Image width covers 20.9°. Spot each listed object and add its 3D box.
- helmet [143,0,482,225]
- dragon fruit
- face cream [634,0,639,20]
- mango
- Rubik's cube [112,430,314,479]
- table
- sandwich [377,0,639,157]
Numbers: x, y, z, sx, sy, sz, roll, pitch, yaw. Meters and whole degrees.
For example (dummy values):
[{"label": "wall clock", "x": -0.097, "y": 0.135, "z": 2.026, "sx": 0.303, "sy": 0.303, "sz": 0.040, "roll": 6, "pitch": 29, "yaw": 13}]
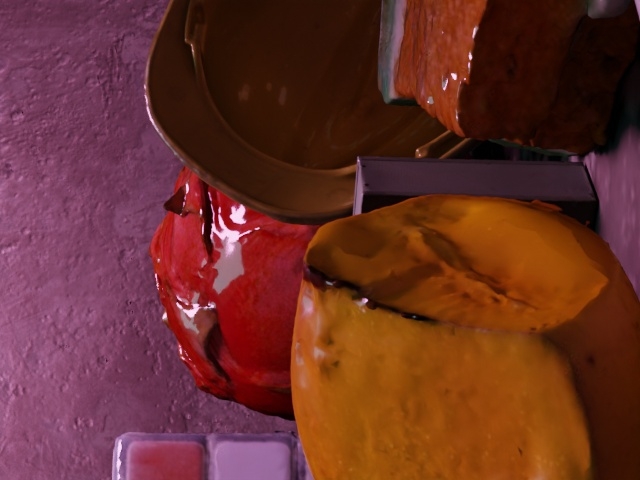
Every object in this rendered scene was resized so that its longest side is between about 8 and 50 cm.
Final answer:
[{"label": "helmet", "x": 0.020, "y": -0.098, "z": 1.030, "sx": 0.257, "sy": 0.205, "sz": 0.140, "roll": -49, "pitch": -15, "yaw": -17}, {"label": "dragon fruit", "x": -0.001, "y": 0.007, "z": 1.200, "sx": 0.241, "sy": 0.252, "sz": 0.241, "roll": 55, "pitch": -174, "yaw": -8}, {"label": "face cream", "x": 0.109, "y": -0.115, "z": 0.422, "sx": 0.092, "sy": 0.092, "sz": 0.311, "roll": -116, "pitch": 8, "yaw": -80}, {"label": "mango", "x": 0.075, "y": 0.114, "z": 0.765, "sx": 0.187, "sy": 0.138, "sz": 0.257, "roll": 26, "pitch": 131, "yaw": 40}, {"label": "Rubik's cube", "x": -0.022, "y": 0.292, "z": 1.230, "sx": 0.256, "sy": 0.259, "sz": 0.253, "roll": 101, "pitch": 171, "yaw": -65}, {"label": "table", "x": 0.074, "y": 0.086, "z": 0.923, "sx": 0.111, "sy": 0.122, "sz": 0.240, "roll": -96, "pitch": 8, "yaw": -57}, {"label": "sandwich", "x": 0.093, "y": -0.147, "z": 0.824, "sx": 0.292, "sy": 0.109, "sz": 0.212, "roll": 97, "pitch": 174, "yaw": -48}]
